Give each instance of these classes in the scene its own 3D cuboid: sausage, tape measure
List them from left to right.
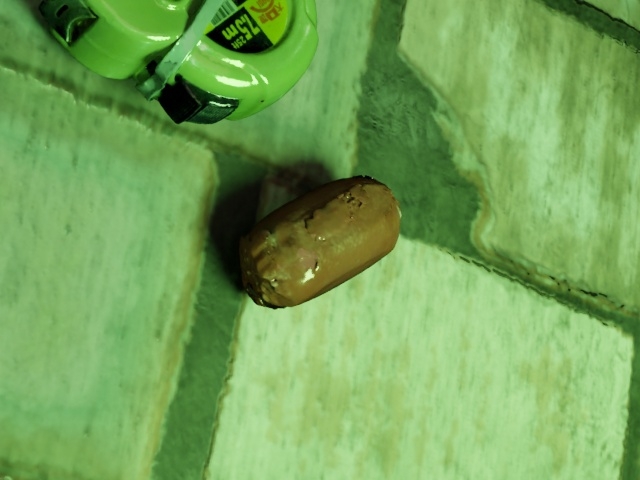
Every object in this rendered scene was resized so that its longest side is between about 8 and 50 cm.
[{"bbox_3d":[-0.077,-0.154,1.079,0.154,0.087,0.177,46,56,-9],"label":"tape measure"},{"bbox_3d":[0.000,0.000,1.126,0.141,0.076,0.076,-28,101,-36],"label":"sausage"}]
